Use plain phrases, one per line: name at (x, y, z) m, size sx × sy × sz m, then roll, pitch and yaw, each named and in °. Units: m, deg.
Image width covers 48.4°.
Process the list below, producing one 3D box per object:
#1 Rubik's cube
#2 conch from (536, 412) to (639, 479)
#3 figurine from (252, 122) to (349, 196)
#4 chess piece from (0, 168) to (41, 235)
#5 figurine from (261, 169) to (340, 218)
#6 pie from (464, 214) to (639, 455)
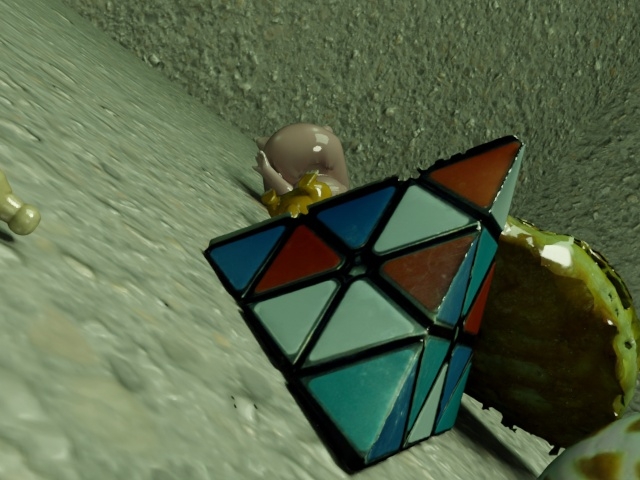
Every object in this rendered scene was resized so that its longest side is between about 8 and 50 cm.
Rubik's cube at (0.009, 0.056, 0.600) m, size 0.234 × 0.284 × 0.250 m, roll 18°, pitch -29°, yaw 23°
conch at (0.360, 0.255, 0.611) m, size 0.368 × 0.197 × 0.249 m, roll 39°, pitch -12°, yaw -26°
figurine at (-0.019, -0.072, 1.206) m, size 0.186 × 0.176 × 0.287 m, roll 97°, pitch -28°, yaw -48°
chess piece at (-0.179, -0.034, 0.349) m, size 0.092 × 0.035 × 0.035 m, roll 40°, pitch 5°, yaw -19°
figurine at (0.001, 0.004, 0.945) m, size 0.176 × 0.121 × 0.122 m, roll 45°, pitch 28°, yaw -41°
pie at (0.170, 0.072, 0.720) m, size 0.288 × 0.103 × 0.355 m, roll 9°, pitch -41°, yaw 48°
